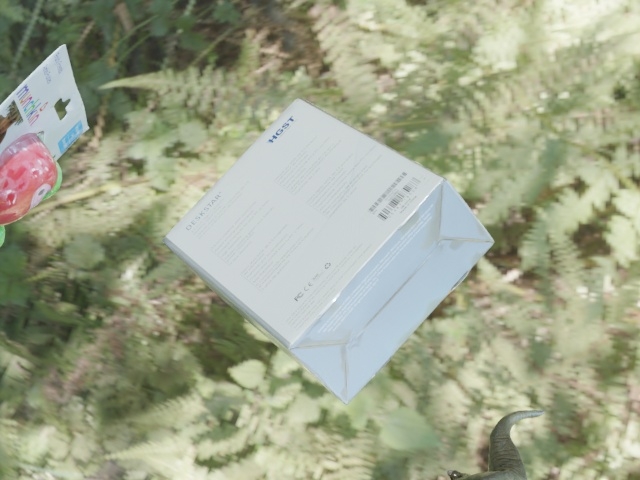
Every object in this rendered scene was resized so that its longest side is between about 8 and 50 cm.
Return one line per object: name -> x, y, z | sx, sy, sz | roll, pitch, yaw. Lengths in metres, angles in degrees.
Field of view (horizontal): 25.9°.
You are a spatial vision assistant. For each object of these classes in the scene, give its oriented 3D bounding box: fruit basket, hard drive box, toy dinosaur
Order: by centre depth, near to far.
hard drive box -> 0.000, 0.000, 1.164 | 0.181, 0.232, 0.089 | -47, 128, -6
toy dinosaur -> 0.123, 0.270, 1.266 | 0.313, 0.160, 0.121 | -30, 92, -24
fruit basket -> -0.365, -0.024, 1.466 | 0.353, 0.327, 0.165 | -44, 86, -12

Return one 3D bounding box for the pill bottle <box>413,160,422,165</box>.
pill bottle -> 0.099, -0.024, 1.391 | 0.065, 0.065, 0.116 | -56, 141, -13
